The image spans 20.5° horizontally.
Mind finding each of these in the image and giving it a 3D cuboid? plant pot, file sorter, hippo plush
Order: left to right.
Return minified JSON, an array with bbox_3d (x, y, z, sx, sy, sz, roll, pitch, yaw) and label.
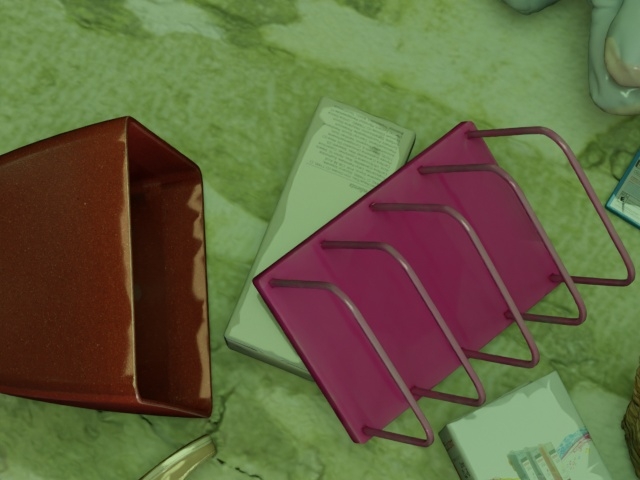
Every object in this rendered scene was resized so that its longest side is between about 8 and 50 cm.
[{"bbox_3d":[-0.258,0.042,1.755,0.235,0.267,0.267,-4,80,11],"label":"plant pot"},{"bbox_3d":[0.129,0.041,1.730,0.290,0.182,0.202,-37,105,-21],"label":"file sorter"},{"bbox_3d":[0.272,-0.278,1.815,0.236,0.294,0.234,23,58,11],"label":"hippo plush"}]

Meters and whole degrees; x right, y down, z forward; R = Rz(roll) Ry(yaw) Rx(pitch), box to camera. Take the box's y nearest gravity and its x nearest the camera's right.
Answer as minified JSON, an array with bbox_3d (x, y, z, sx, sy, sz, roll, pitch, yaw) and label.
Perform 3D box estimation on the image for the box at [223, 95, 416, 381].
[{"bbox_3d":[0.000,0.000,1.839,0.113,0.094,0.275,23,81,2],"label":"box"}]

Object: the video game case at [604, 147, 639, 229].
[{"bbox_3d":[0.397,-0.074,1.900,0.119,0.015,0.166,32,81,5],"label":"video game case"}]

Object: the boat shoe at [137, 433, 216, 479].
[{"bbox_3d":[-0.166,0.266,1.808,0.170,0.063,0.059,-40,86,2],"label":"boat shoe"}]

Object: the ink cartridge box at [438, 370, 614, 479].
[{"bbox_3d":[0.214,0.238,1.783,0.127,0.128,0.176,-25,80,-5],"label":"ink cartridge box"}]

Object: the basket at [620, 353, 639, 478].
[{"bbox_3d":[0.467,0.188,1.730,0.299,0.223,0.213,-16,65,-5],"label":"basket"}]
